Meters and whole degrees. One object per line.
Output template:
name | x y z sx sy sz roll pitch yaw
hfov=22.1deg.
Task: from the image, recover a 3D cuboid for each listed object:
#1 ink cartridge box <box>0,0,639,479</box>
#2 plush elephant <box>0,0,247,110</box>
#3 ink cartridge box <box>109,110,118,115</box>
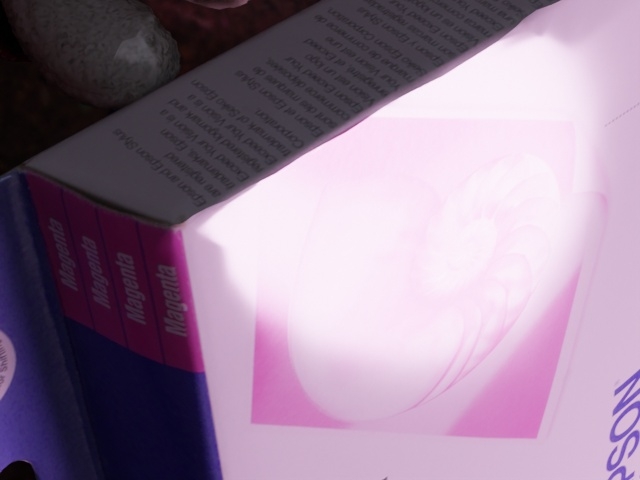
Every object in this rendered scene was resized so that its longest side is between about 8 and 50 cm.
ink cartridge box | 0.009 0.064 0.615 0.330 0.324 0.071 -33 50 -25
plush elephant | -0.136 -0.116 0.585 0.255 0.272 0.330 -7 58 17
ink cartridge box | 0.000 0.000 0.754 0.207 0.046 0.097 14 74 -22
